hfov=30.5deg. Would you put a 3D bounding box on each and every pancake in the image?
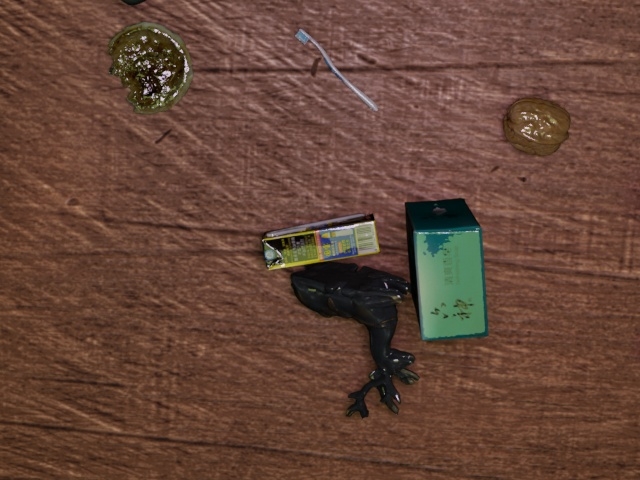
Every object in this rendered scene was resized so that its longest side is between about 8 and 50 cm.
[{"bbox_3d":[-0.242,-0.250,1.683,0.116,0.022,0.129,-31,104,6],"label":"pancake"}]

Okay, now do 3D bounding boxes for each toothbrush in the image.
[{"bbox_3d":[0.026,-0.245,1.688,0.162,0.014,0.017,42,84,-8],"label":"toothbrush"}]

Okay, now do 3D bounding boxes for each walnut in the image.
[{"bbox_3d":[0.309,-0.162,1.674,0.096,0.082,0.079,18,129,-5],"label":"walnut"}]

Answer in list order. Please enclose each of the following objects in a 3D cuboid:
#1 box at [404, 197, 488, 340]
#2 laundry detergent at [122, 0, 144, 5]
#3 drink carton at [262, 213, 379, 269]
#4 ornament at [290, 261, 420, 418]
[{"bbox_3d":[0.171,0.033,1.625,0.092,0.245,0.153,-4,100,3],"label":"box"},{"bbox_3d":[-0.236,-0.444,1.616,0.144,0.078,0.221,40,99,-3],"label":"laundry detergent"},{"bbox_3d":[0.000,0.000,1.706,0.166,0.071,0.056,-9,97,1],"label":"drink carton"},{"bbox_3d":[0.050,0.154,1.724,0.202,0.080,0.236,10,122,33],"label":"ornament"}]
